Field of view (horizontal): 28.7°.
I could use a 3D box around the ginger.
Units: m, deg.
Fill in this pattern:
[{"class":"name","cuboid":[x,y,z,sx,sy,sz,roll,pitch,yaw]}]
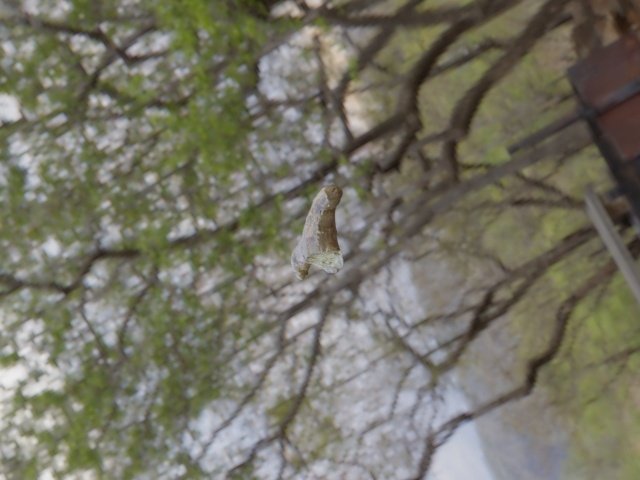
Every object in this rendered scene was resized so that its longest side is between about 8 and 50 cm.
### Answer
[{"class":"ginger","cuboid":[0.000,0.001,1.056,0.030,0.097,0.048,-16,-131,-45]}]
